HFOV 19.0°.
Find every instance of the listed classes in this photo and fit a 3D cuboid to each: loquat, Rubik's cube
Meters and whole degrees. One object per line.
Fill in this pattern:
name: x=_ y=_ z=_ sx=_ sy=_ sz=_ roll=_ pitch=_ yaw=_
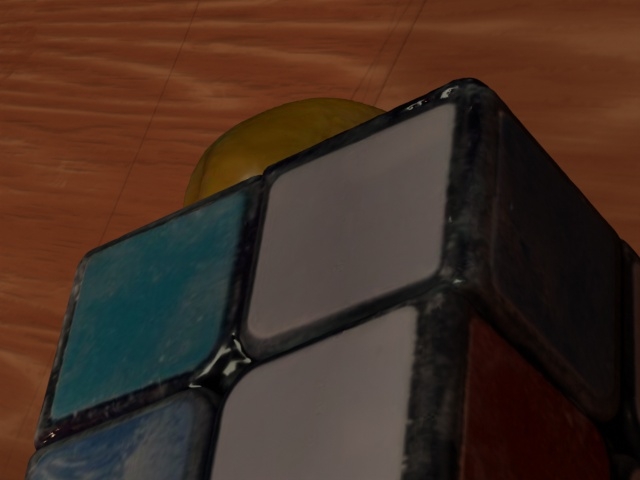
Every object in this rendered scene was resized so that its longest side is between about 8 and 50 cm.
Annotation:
loquat: x=0.002 y=-0.001 z=1.417 sx=0.213 sy=0.213 sz=0.213 roll=-29 pitch=37 yaw=24
Rubik's cube: x=0.038 y=0.154 z=1.089 sx=0.318 sy=0.316 sz=0.313 roll=-24 pitch=39 yaw=32
